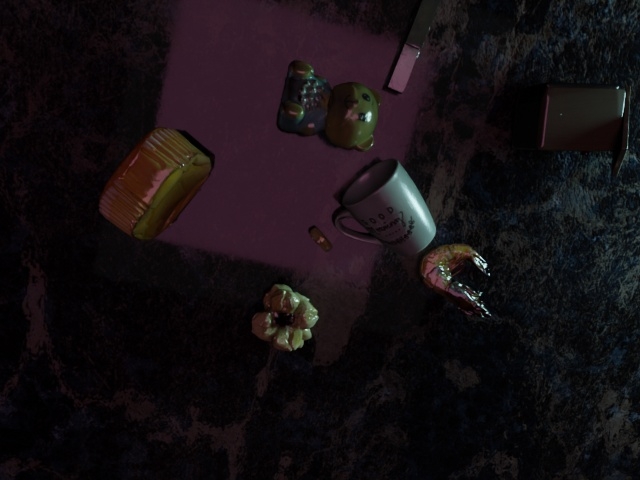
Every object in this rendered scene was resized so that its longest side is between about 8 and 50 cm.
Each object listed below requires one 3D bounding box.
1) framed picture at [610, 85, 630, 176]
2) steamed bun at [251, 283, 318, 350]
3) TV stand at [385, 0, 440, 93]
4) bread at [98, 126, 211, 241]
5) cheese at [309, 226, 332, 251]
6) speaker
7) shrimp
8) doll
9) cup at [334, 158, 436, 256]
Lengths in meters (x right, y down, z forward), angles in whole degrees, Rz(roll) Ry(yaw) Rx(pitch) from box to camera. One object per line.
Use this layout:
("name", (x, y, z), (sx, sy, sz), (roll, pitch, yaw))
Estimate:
("framed picture", (0.841, -0.301, 1.266), (0.015, 0.150, 0.203), (7, 70, 25))
("steamed bun", (-0.099, 0.240, 1.323), (0.192, 0.106, 0.177), (33, 98, -14))
("TV stand", (0.249, -0.532, 1.231), (0.049, 0.040, 0.256), (19, 99, -11))
("bread", (-0.432, -0.151, 1.168), (0.156, 0.204, 0.288), (37, 93, 5))
("cheese", (0.000, 0.000, 1.315), (0.030, 0.044, 0.083), (-37, 106, 19))
("speaker", (0.684, -0.335, 1.266), (0.231, 0.153, 0.192), (0, 103, -7))
("shrimp", (0.439, 0.115, 1.384), (0.289, 0.075, 0.178), (35, 93, 1))
("doll", (0.026, -0.340, 1.185), (0.261, 0.161, 0.176), (12, 79, -7))
("cup", (0.173, -0.064, 1.272), (0.258, 0.186, 0.234), (-28, 115, 30))
